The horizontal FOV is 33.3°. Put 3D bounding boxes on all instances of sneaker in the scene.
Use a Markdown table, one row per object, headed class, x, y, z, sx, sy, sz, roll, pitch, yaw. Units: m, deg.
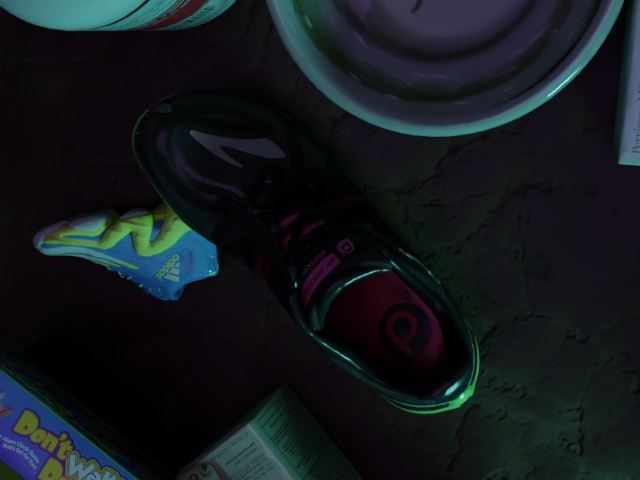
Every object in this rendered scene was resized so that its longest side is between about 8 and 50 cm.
| class | x | y | z | sx | sy | sz | roll | pitch | yaw |
| --- | --- | --- | --- | --- | --- | --- | --- | --- | --- |
| sneaker | -0.233 | 0.021 | 1.311 | 0.240 | 0.091 | 0.126 | -9 | 99 | 14 |
| sneaker | 0.000 | 0.000 | 1.177 | 0.483 | 0.202 | 0.185 | 40 | 86 | -1 |

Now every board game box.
| class | x | y | z | sx | sy | sz | roll | pitch | yaw |
| --- | --- | --- | --- | --- | --- | --- | --- | --- | --- |
| board game box | -0.283 | 0.267 | 1.291 | 0.347 | 0.233 | 0.078 | 38 | 82 | 4 |

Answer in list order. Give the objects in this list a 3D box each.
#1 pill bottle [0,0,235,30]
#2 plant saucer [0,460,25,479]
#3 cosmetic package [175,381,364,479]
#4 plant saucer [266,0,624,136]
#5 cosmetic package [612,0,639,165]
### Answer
| class | x | y | z | sx | sy | sz | roll | pitch | yaw |
| --- | --- | --- | --- | --- | --- | --- | --- | --- | --- |
| pill bottle | -0.219 | -0.326 | 1.074 | 0.229 | 0.408 | 0.229 | 2 | 101 | 13 |
| plant saucer | -0.426 | 0.362 | 1.452 | 0.241 | 0.037 | 0.241 | 3 | 101 | 14 |
| cosmetic package | -0.016 | 0.338 | 1.290 | 0.129 | 0.153 | 0.296 | -39 | 88 | 18 |
| plant saucer | 0.134 | -0.313 | 1.140 | 0.400 | 0.100 | 0.400 | 4 | 100 | 21 |
| cosmetic package | 0.423 | -0.185 | 1.089 | 0.225 | 0.138 | 0.224 | 5 | 102 | 14 |
